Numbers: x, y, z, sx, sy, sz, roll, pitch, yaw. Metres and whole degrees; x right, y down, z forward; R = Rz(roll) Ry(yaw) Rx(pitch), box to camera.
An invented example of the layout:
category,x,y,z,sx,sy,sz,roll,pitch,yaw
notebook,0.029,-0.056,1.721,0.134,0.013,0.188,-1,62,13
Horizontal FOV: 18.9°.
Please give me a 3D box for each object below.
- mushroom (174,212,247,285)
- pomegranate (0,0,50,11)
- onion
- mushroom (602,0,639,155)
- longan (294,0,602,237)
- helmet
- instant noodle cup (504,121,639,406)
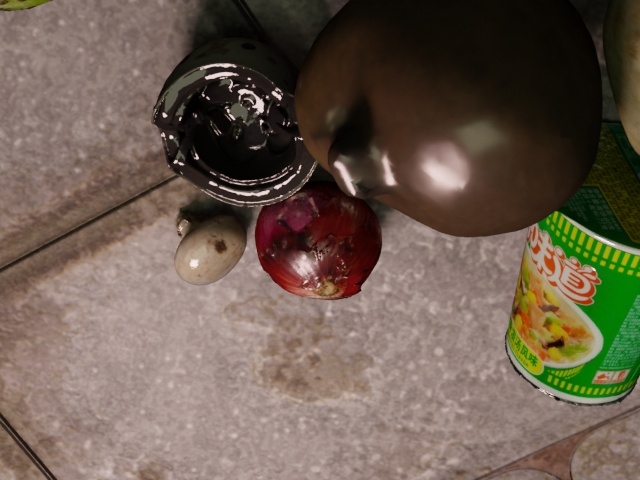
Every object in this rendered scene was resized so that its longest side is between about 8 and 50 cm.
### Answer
category,x,y,z,sx,sy,sz,roll,pitch,yaw
mushroom,-0.120,0.000,1.957,0.079,0.085,0.085,46,118,16
pomegranate,-0.303,-0.296,1.722,0.211,0.211,0.263,24,153,-12
onion,0.000,0.000,1.923,0.131,0.131,0.131,1,121,2
mushroom,0.422,-0.177,1.715,0.352,0.260,0.352,-1,119,-1
longan,0.118,-0.125,1.735,0.300,0.300,0.243,-15,117,11
helmet,-0.079,-0.128,1.856,0.153,0.107,0.177,-11,139,10
instant noodle cup,0.277,0.032,1.899,0.207,0.207,0.232,12,130,-5
